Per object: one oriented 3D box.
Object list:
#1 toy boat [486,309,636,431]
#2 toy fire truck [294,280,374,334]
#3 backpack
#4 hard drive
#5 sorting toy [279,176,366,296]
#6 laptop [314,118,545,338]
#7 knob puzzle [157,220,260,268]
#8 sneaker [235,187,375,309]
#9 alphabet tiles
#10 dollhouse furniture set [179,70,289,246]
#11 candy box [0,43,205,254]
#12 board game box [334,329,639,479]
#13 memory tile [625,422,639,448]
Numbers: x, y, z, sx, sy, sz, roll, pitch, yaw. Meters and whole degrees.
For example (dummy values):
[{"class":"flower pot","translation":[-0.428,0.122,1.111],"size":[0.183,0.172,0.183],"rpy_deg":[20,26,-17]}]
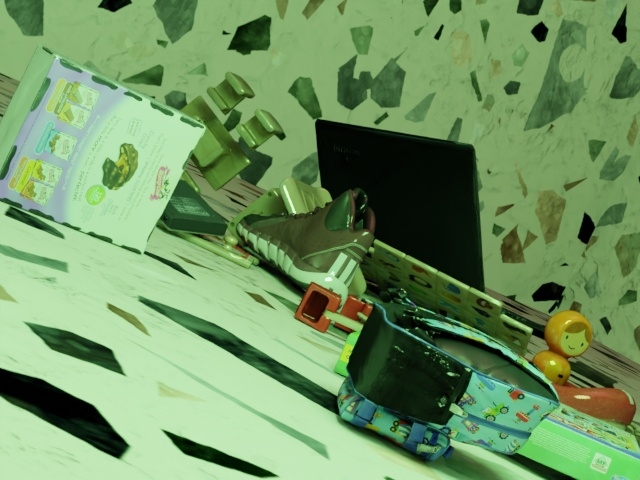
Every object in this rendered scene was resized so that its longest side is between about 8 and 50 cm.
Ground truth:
[{"class":"toy boat","translation":[0.291,0.159,1.680],"size":[0.231,0.151,0.151],"rpy_deg":[28,5,35]},{"class":"toy fire truck","translation":[0.065,0.109,1.658],"size":[0.192,0.047,0.135],"rpy_deg":[27,4,0]},{"class":"backpack","translation":[0.113,0.130,1.174],"size":[0.173,0.117,0.158],"rpy_deg":[25,4,-6]},{"class":"hard drive","translation":[-0.200,-0.051,1.884],"size":[0.094,0.022,0.135],"rpy_deg":[7,26,-38]},{"class":"sorting toy","translation":[0.000,0.000,2.113],"size":[0.193,0.038,0.208],"rpy_deg":[68,15,8]},{"class":"laptop","translation":[0.211,-0.015,2.381],"size":[0.408,0.236,0.382],"rpy_deg":[24,-6,-43]},{"class":"knob puzzle","translation":[-0.171,-0.018,1.946],"size":[0.213,0.030,0.213],"rpy_deg":[25,4,-2]},{"class":"sneaker","translation":[-0.004,-0.017,1.935],"size":[0.106,0.162,0.281],"rpy_deg":[37,-1,-37]},{"class":"alphabet tiles","translation":[0.195,0.095,2.260],"size":[0.342,0.011,0.285],"rpy_deg":[27,-15,13]},{"class":"dollhouse furniture set","translation":[-0.145,-0.116,2.177],"size":[0.242,0.212,0.161],"rpy_deg":[53,9,5]},{"class":"candy box","translation":[-0.251,-0.097,1.482],"size":[0.196,0.165,0.070],"rpy_deg":[24,6,-34]},{"class":"board game box","translation":[0.183,0.175,1.435],"size":[0.317,0.046,0.213],"rpy_deg":[23,3,10]},{"class":"memory tile","translation":[0.386,0.246,1.787],"size":[0.113,0.012,0.148],"rpy_deg":[32,-12,5]}]
